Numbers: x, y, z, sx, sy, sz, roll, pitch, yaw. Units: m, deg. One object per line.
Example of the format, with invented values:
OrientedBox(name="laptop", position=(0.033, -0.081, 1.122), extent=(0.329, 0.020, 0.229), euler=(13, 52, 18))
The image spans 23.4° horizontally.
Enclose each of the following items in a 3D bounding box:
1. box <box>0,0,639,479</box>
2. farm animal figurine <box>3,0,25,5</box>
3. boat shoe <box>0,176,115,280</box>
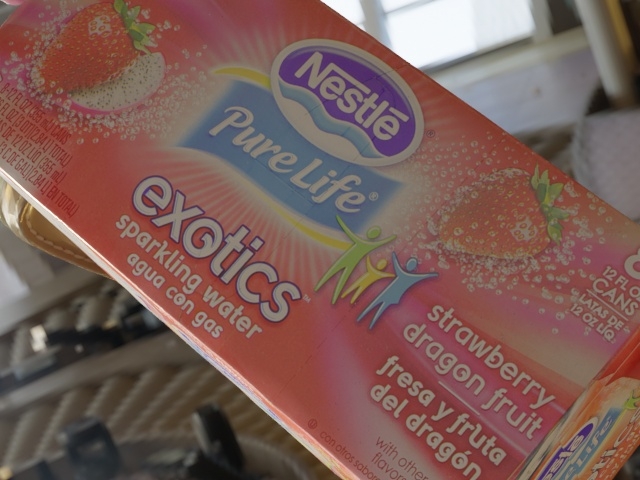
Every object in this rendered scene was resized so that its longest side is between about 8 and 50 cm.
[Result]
OrientedBox(name="box", position=(0.000, 0.000, 0.667), extent=(0.300, 0.154, 0.142), euler=(38, -97, 24))
OrientedBox(name="farm animal figurine", position=(-0.185, -0.195, 0.645), extent=(0.330, 0.327, 0.172), euler=(-43, -156, -14))
OrientedBox(name="boat shoe", position=(-0.029, 0.002, 0.954), extent=(0.341, 0.122, 0.110), euler=(8, -142, -20))
